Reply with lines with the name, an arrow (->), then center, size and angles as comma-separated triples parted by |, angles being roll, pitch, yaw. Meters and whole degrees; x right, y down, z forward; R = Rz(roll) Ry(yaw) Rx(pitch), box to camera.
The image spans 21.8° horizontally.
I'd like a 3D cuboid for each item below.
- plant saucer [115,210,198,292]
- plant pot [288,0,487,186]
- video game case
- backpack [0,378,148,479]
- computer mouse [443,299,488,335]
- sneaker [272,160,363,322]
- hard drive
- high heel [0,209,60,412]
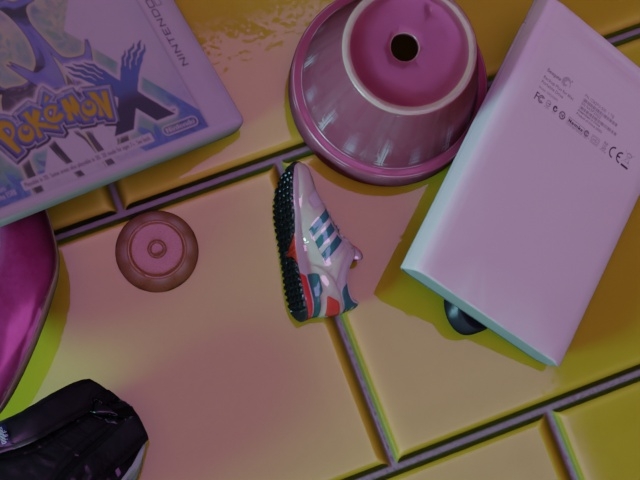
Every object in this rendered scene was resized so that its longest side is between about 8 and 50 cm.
plant saucer -> -0.163, 0.010, 1.660 | 0.083, 0.015, 0.083 | 1, 81, -6
plant pot -> 0.074, -0.164, 1.628 | 0.201, 0.180, 0.201 | 1, 82, -6
video game case -> -0.272, -0.186, 1.592 | 0.329, 0.036, 0.300 | -25, 82, -37
backpack -> -0.250, 0.215, 1.552 | 0.182, 0.115, 0.152 | -40, 83, -26
computer mouse -> 0.196, -0.007, 1.689 | 0.071, 0.041, 0.242 | 44, 71, -22
sneaker -> 0.000, 0.000, 1.665 | 0.075, 0.057, 0.161 | -3, 80, -23
hard drive -> 0.225, -0.057, 1.652 | 0.203, 0.040, 0.307 | 34, 77, -27
high heel -> -0.334, -0.021, 1.591 | 0.181, 0.127, 0.377 | 15, 65, -13
